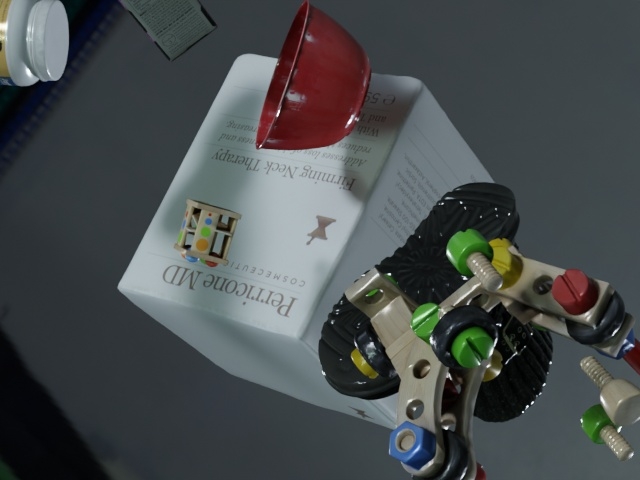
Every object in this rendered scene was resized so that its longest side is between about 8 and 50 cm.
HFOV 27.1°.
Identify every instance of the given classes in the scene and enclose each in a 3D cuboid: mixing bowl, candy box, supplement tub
[{"bbox_3d":[-0.001,-0.177,1.539,0.098,0.181,0.181,18,-174,-11],"label":"mixing bowl"},{"bbox_3d":[-0.219,-0.316,1.404,0.159,0.071,0.233,54,-178,42],"label":"candy box"},{"bbox_3d":[-0.496,-0.309,2.014,0.200,0.144,0.144,4,179,6],"label":"supplement tub"}]

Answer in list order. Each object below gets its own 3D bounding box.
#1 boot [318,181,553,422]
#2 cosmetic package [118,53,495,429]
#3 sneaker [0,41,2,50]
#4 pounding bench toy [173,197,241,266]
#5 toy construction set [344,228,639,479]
[{"bbox_3d":[0.151,0.127,1.541,0.131,0.348,0.260,18,138,38],"label":"boot"},{"bbox_3d":[0.000,0.000,1.880,0.330,0.393,0.327,13,159,35],"label":"cosmetic package"},{"bbox_3d":[-0.417,-0.264,1.477,0.135,0.276,0.097,7,-172,3],"label":"sneaker"},{"bbox_3d":[-0.130,-0.008,1.467,0.052,0.065,0.083,15,-178,-20],"label":"pounding bench toy"},{"bbox_3d":[0.172,0.087,1.282,0.309,0.257,0.237,10,-153,-31],"label":"toy construction set"}]
